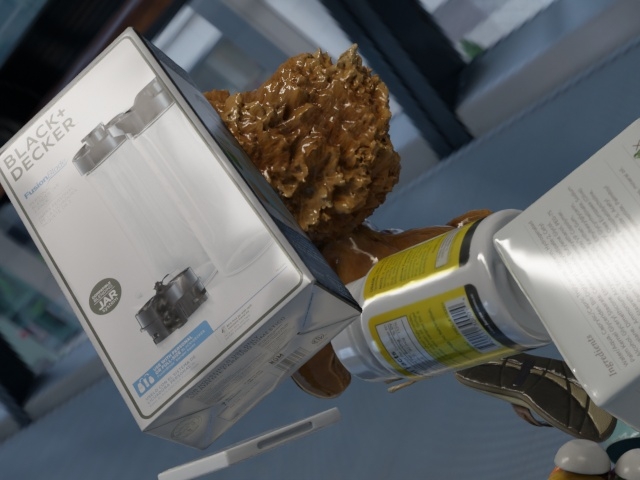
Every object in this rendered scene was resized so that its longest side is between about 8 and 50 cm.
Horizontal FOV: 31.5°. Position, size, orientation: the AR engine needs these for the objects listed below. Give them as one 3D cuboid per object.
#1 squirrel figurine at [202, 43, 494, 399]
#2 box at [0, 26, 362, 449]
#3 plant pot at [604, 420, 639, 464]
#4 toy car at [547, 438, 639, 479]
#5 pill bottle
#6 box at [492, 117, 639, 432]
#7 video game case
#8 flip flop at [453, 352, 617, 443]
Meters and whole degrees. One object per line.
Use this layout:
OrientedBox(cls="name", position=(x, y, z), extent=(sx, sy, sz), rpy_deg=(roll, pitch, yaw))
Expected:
OrientedBox(cls="squirrel figurine", position=(0.000, 0.000, 1.246), extent=(0.370, 0.397, 0.281), rpy_deg=(6, 34, 27))
OrientedBox(cls="box", position=(-0.120, -0.006, 0.872), extent=(0.169, 0.087, 0.290), rpy_deg=(-41, 59, 9))
OrientedBox(cls="plant pot", position=(0.664, 0.306, 2.024), extent=(0.290, 0.290, 0.195), rpy_deg=(-29, 42, 56))
OrientedBox(cls="toy car", position=(0.399, 0.356, 1.570), extent=(0.136, 0.182, 0.159), rpy_deg=(-13, -72, -74))
OrientedBox(cls="pill bottle", position=(0.109, 0.057, 1.004), extent=(0.208, 0.119, 0.119), rpy_deg=(-24, 32, 46))
OrientedBox(cls="box", position=(0.150, 0.024, 0.495), extent=(0.087, 0.101, 0.102), rpy_deg=(-40, 48, 17))
OrientedBox(cls="video game case", position=(-0.108, 0.310, 1.696), extent=(0.206, 0.026, 0.227), rpy_deg=(-15, -10, -36))
OrientedBox(cls="flip flop", position=(0.331, 0.239, 1.755), extent=(0.277, 0.080, 0.112), rpy_deg=(17, 51, 34))
